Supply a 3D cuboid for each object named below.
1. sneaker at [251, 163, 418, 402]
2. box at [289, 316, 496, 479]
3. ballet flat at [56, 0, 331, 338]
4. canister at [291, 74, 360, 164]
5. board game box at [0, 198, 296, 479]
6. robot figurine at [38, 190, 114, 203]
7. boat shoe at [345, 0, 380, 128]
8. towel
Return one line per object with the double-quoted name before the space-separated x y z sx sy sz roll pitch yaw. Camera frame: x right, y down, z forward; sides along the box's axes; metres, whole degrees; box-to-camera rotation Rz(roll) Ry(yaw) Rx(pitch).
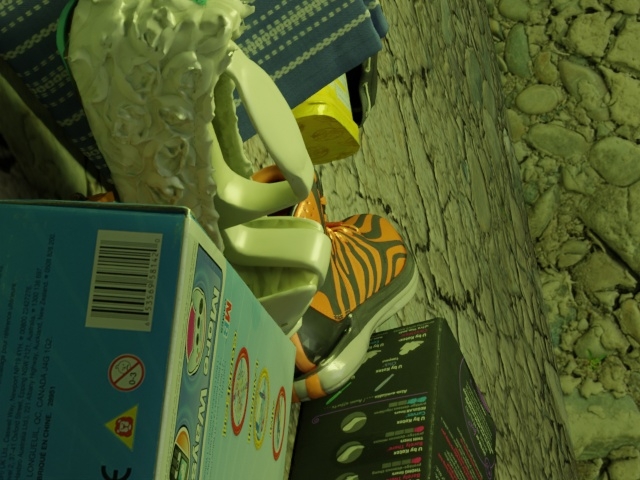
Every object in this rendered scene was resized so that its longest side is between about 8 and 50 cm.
"sneaker" 0.000 0.000 1.273 0.321 0.124 0.180 -62 136 -64
"box" 0.070 0.228 1.281 0.270 0.143 0.165 -79 148 -52
"ballet flat" -0.064 -0.012 0.970 0.409 0.147 0.147 74 14 -46
"canister" -0.016 -0.180 1.443 0.126 0.073 0.170 39 39 -63
"board game box" -0.087 0.168 0.645 0.302 0.086 0.308 66 29 -74
"robot figurine" -0.169 0.078 0.772 0.291 0.085 0.211 -48 122 -70
"boat shoe" 0.034 -0.213 1.566 0.206 0.075 0.065 83 7 -48
"towel" -0.108 -0.183 0.941 0.040 0.243 0.336 54 -1 42
